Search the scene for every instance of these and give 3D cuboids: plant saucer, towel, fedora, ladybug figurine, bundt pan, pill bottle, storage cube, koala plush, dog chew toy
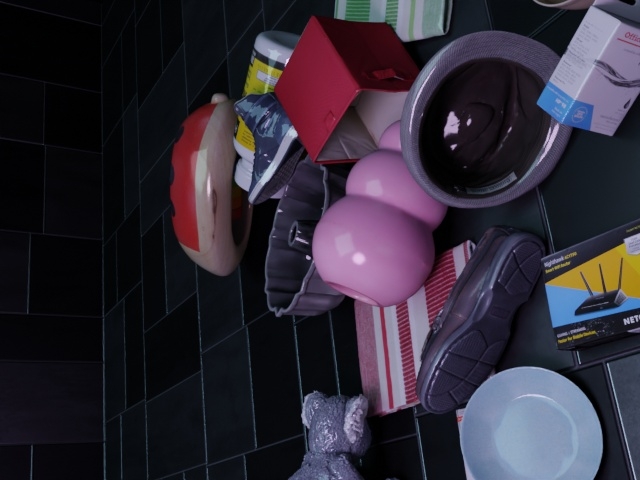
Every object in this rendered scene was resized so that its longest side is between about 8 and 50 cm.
[{"bbox_3d":[0.292,0.273,1.071,0.195,0.037,0.195,-9,72,27],"label":"plant saucer"},{"bbox_3d":[0.138,-0.498,1.501,0.325,0.038,0.248,6,91,52],"label":"towel"},{"bbox_3d":[0.171,0.163,1.348,0.329,0.037,0.237,-34,54,50],"label":"towel"},{"bbox_3d":[0.242,-0.186,1.159,0.124,0.243,0.275,-80,2,-63],"label":"fedora"},{"bbox_3d":[-0.263,-0.134,1.876,0.305,0.162,0.449,-57,-27,-69],"label":"ladybug figurine"},{"bbox_3d":[0.000,0.000,1.536,0.331,0.124,0.331,-166,90,-70],"label":"bundt pan"},{"bbox_3d":[-0.086,-0.271,1.698,0.188,0.188,0.334,51,131,50],"label":"pill bottle"},{"bbox_3d":[0.055,-0.276,1.437,0.215,0.183,0.193,-54,54,43],"label":"storage cube"},{"bbox_3d":[0.030,0.379,1.377,0.196,0.203,0.221,-7,79,58],"label":"koala plush"},{"bbox_3d":[0.120,-0.060,1.309,0.206,0.206,0.332,7,71,59],"label":"dog chew toy"}]

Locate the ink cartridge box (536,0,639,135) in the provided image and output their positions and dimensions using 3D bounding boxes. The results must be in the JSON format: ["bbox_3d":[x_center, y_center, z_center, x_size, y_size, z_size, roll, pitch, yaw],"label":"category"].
[{"bbox_3d":[0.376,-0.234,1.007,0.060,0.104,0.180,58,133,46],"label":"ink cartridge box"}]

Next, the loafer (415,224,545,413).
[{"bbox_3d":[0.228,0.115,1.167,0.302,0.109,0.095,-61,31,5],"label":"loafer"}]

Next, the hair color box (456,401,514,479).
[{"bbox_3d":[0.261,0.327,1.147,0.093,0.053,0.167,-34,57,51],"label":"hair color box"}]

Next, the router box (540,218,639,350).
[{"bbox_3d":[0.376,0.062,1.008,0.179,0.046,0.133,-33,57,53],"label":"router box"}]

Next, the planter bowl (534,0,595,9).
[{"bbox_3d":[0.368,-0.384,1.044,0.162,0.109,0.162,-19,68,57],"label":"planter bowl"}]

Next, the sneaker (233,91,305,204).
[{"bbox_3d":[-0.122,-0.197,1.580,0.163,0.086,0.226,45,123,17],"label":"sneaker"}]
